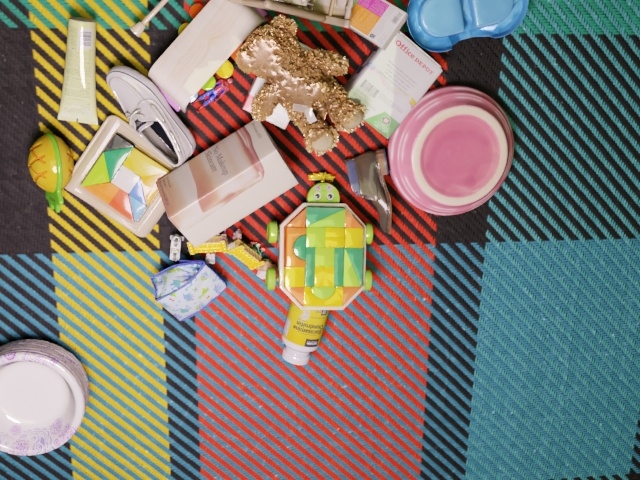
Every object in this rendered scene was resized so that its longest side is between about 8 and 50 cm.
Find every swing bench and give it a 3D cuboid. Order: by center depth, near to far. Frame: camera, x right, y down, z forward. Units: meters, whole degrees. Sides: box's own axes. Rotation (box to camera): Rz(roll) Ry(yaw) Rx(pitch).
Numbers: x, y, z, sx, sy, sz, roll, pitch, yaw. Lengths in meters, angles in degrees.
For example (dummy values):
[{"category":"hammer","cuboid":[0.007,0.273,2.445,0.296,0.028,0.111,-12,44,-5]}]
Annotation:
[{"category":"swing bench","cuboid":[-0.042,-0.625,1.686,0.254,0.165,0.253,-1,110,-42]}]

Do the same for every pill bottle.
[{"category":"pill bottle","cuboid":[-0.043,0.228,2.004,0.103,0.103,0.184,12,105,-12]}]

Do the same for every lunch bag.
[{"category":"lunch bag","cuboid":[-0.325,0.114,1.908,0.151,0.096,0.129,-26,145,8]}]

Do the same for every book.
[{"category":"book","cuboid":[0.120,-0.520,1.779,0.144,0.035,0.096,39,97,23]}]

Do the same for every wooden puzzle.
[{"category":"wooden puzzle","cuboid":[-0.466,-0.151,1.853,0.238,0.044,0.221,34,100,-17]}]

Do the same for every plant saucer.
[{"category":"plant saucer","cuboid":[0.337,-0.218,1.917,0.331,0.084,0.332,-3,107,-11]}]

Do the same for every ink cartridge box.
[{"category":"ink cartridge box","cuboid":[-0.094,-0.381,1.819,0.115,0.067,0.198,24,103,-14]},{"category":"ink cartridge box","cuboid":[0.165,-0.380,1.843,0.154,0.093,0.212,36,101,-17]}]

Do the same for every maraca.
[{"category":"maraca","cuboid":[-0.628,-0.160,1.788,0.099,0.127,0.186,-9,106,-32]}]

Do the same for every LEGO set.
[{"category":"LEGO set","cuboid":[-0.232,0.003,1.927,0.286,0.107,0.132,11,141,-16]}]

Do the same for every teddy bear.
[{"category":"teddy bear","cuboid":[-0.044,-0.351,1.751,0.338,0.113,0.245,30,120,-16]}]

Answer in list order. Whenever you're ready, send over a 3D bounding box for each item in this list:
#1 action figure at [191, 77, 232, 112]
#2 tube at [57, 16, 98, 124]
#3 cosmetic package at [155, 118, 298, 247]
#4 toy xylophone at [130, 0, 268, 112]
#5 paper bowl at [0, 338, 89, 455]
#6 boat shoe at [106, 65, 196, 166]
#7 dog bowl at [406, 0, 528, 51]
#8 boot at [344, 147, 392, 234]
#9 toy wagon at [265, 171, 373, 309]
[{"category":"action figure","cuboid":[-0.256,-0.351,1.828,0.115,0.030,0.038,-38,104,3]},{"category":"tube","cuboid":[-0.555,-0.389,1.762,0.070,0.062,0.240,23,115,31]},{"category":"cosmetic package","cuboid":[-0.224,-0.138,1.818,0.296,0.153,0.129,-32,137,2]},{"category":"toy xylophone","cuboid":[-0.281,-0.464,1.756,0.322,0.081,0.236,-38,96,7]},{"category":"paper bowl","cuboid":[-0.732,0.384,1.933,0.284,0.148,0.284,-2,108,-7]},{"category":"boat shoe","cuboid":[-0.405,-0.285,1.783,0.096,0.088,0.268,-22,118,33]},{"category":"dog bowl","cuboid":[0.342,-0.553,1.823,0.297,0.074,0.166,-15,109,-2]},{"category":"boot","cuboid":[0.125,-0.119,1.937,0.106,0.082,0.219,-7,99,5]},{"category":"toy wagon","cuboid":[0.000,0.000,1.909,0.267,0.068,0.345,1,93,-13]}]
